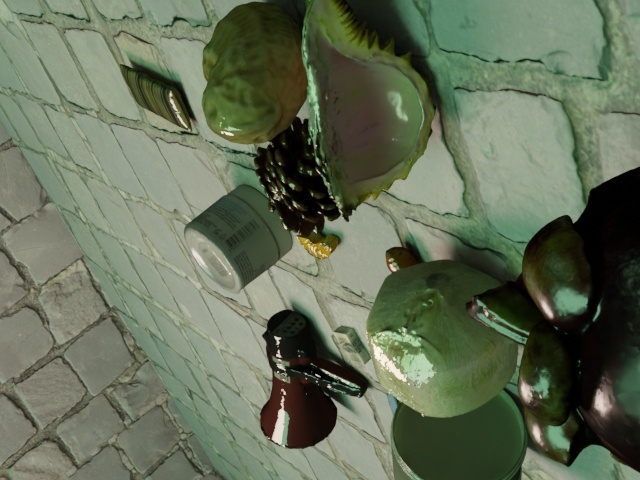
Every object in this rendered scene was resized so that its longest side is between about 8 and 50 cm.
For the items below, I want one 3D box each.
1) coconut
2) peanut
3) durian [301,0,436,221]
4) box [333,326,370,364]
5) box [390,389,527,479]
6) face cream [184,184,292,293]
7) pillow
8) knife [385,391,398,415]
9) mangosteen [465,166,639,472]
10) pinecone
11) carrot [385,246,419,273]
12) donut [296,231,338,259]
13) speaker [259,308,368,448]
[{"bbox_3d":[0.174,0.137,1.272,0.227,0.227,0.230,30,149,39],"label":"coconut"},{"bbox_3d":[-0.090,-0.232,1.164,0.154,0.325,0.140,-2,124,5],"label":"peanut"},{"bbox_3d":[0.030,-0.208,1.129,0.195,0.186,0.305,-136,25,-62],"label":"durian"},{"bbox_3d":[0.067,0.223,1.815,0.083,0.024,0.054,59,156,-18],"label":"box"},{"bbox_3d":[0.234,0.358,1.463,0.226,0.226,0.149,35,152,31],"label":"box"},{"bbox_3d":[-0.171,-0.002,1.754,0.177,0.153,0.177,40,155,23],"label":"face cream"},{"bbox_3d":[-0.340,-0.297,1.769,0.203,0.038,0.113,31,152,39],"label":"pillow"},{"bbox_3d":[0.155,0.348,1.849,0.044,0.019,0.313,37,154,46],"label":"knife"},{"bbox_3d":[0.315,0.081,0.798,0.347,0.306,0.306,-8,131,12],"label":"mangosteen"},{"bbox_3d":[-0.019,-0.108,1.331,0.179,0.150,0.195,63,159,18],"label":"pinecone"},{"bbox_3d":[0.175,0.094,1.425,0.216,0.048,0.048,54,157,-20],"label":"carrot"},{"bbox_3d":[0.000,0.000,1.599,0.067,0.038,0.083,54,151,-2],"label":"donut"},{"bbox_3d":[-0.038,0.344,1.995,0.259,0.198,0.329,48,151,39],"label":"speaker"}]
